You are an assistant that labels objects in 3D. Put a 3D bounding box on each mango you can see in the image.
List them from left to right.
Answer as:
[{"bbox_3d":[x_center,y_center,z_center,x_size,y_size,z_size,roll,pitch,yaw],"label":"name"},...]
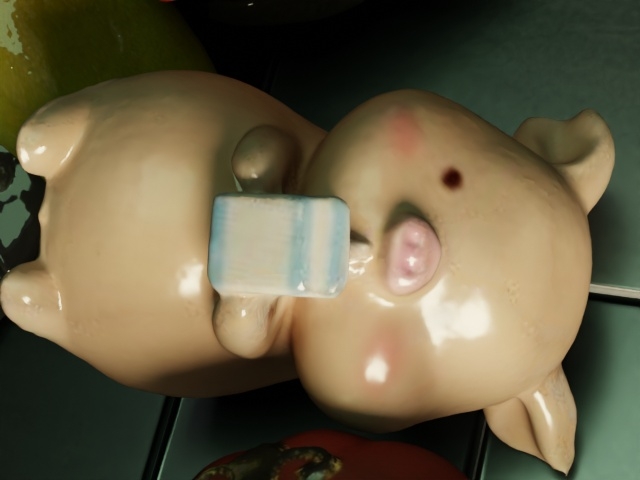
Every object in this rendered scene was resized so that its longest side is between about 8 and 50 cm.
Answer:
[{"bbox_3d":[-0.131,-0.093,0.807,0.237,0.091,0.137,43,77,-9],"label":"mango"}]

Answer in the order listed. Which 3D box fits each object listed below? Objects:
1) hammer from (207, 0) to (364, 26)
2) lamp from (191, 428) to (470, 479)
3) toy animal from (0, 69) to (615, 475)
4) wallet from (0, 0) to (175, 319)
[{"bbox_3d":[-0.139,-0.250,0.909,0.440,0.044,0.168,28,47,28],"label":"hammer"},{"bbox_3d":[0.000,0.198,0.610,0.227,0.227,0.226,-6,65,14],"label":"lamp"},{"bbox_3d":[0.003,0.001,0.687,0.256,0.213,0.195,10,89,25],"label":"toy animal"},{"bbox_3d":[-0.250,-0.051,0.879,0.197,0.051,0.377,24,76,21],"label":"wallet"}]
